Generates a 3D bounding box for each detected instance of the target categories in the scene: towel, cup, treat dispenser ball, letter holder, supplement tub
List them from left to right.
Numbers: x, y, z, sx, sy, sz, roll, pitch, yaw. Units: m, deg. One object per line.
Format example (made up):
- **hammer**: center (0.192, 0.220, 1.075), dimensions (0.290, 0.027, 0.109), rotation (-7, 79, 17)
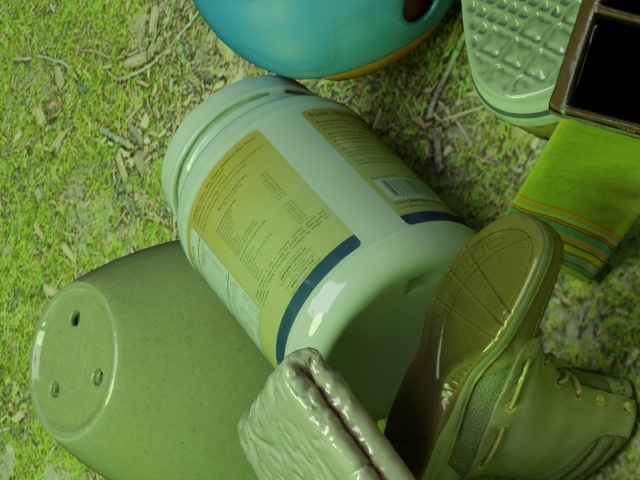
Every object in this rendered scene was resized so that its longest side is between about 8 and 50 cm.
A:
- **cup**: center (-0.173, 0.140, 1.663), dimensions (0.331, 0.237, 0.331), rotation (-13, 72, 47)
- **supplement tub**: center (0.000, 0.000, 1.492), dimensions (0.316, 0.228, 0.228), rotation (49, 118, 39)
- **treat dispenser ball**: center (0.003, -0.300, 1.513), dimensions (0.288, 0.288, 0.288), rotation (-12, 73, 47)
- **towel**: center (0.046, 0.253, 1.326), dimensions (0.317, 0.053, 0.332), rotation (53, 161, 8)
- **towel**: center (0.220, -0.036, 1.280), dimensions (0.237, 0.102, 0.021), rotation (110, 179, -62)
- **letter holder**: center (0.351, -0.110, 1.070), dimensions (0.214, 0.302, 0.152), rotation (25, 101, 48)

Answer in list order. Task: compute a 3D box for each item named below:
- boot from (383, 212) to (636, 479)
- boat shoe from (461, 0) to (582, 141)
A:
- **boot**: center (0.186, 0.102, 1.287), dimensions (0.095, 0.204, 0.262), rotation (51, 126, 51)
- **boat shoe**: center (0.211, -0.289, 1.377), dimensions (0.187, 0.156, 0.500), rotation (-17, 55, 27)
